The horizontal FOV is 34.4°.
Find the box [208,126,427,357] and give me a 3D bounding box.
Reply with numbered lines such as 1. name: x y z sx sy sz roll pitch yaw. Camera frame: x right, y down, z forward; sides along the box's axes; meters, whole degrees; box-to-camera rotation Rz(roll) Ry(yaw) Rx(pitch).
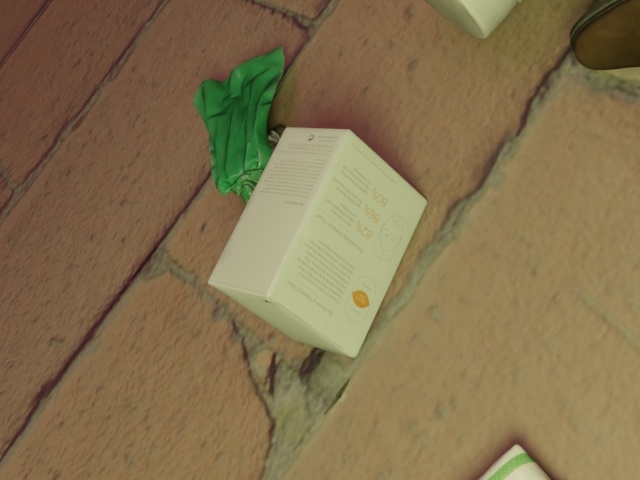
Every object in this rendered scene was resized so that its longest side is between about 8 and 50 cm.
1. box: 0.000 0.000 0.958 0.091 0.130 0.170 10 68 48

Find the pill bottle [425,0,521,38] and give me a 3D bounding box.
1. pill bottle: 0.230 -0.395 0.956 0.407 0.229 0.229 -47 38 7

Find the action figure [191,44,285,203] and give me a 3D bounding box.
1. action figure: -0.086 -0.119 1.191 0.137 0.063 0.232 -32 39 21

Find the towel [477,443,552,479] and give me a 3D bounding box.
1. towel: 0.127 0.316 0.658 0.248 0.038 0.325 -44 39 9

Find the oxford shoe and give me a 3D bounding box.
1. oxford shoe: 0.296 -0.158 0.825 0.227 0.083 0.096 -1 65 46
